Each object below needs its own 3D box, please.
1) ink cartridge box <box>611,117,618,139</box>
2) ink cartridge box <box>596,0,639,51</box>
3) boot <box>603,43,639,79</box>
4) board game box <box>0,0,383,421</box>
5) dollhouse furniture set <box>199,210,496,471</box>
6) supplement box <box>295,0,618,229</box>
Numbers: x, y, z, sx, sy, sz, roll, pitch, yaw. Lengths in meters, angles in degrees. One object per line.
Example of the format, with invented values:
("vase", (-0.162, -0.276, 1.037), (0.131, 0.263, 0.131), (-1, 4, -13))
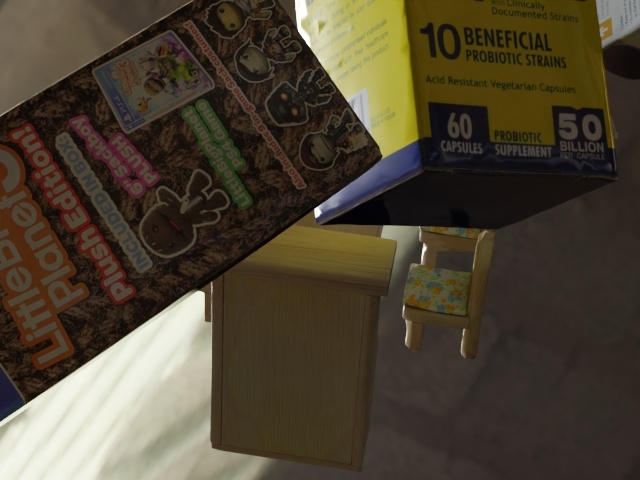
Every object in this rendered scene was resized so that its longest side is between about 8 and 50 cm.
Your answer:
("ink cartridge box", (0.213, -0.166, 1.726), (0.045, 0.145, 0.179), (-88, -23, -56))
("ink cartridge box", (0.355, -0.329, 1.546), (0.071, 0.330, 0.324), (30, -134, -29))
("boot", (0.372, -0.195, 1.874), (0.106, 0.037, 0.114), (14, -170, 19))
("board game box", (-0.145, -0.007, 1.035), (0.141, 0.291, 0.232), (55, 157, 0))
("dollhouse furniture set", (0.000, 0.000, 1.745), (0.362, 0.256, 0.394), (8, -139, 5))
("supplement box", (0.105, -0.203, 1.451), (0.194, 0.356, 0.195), (1, 166, -28))
